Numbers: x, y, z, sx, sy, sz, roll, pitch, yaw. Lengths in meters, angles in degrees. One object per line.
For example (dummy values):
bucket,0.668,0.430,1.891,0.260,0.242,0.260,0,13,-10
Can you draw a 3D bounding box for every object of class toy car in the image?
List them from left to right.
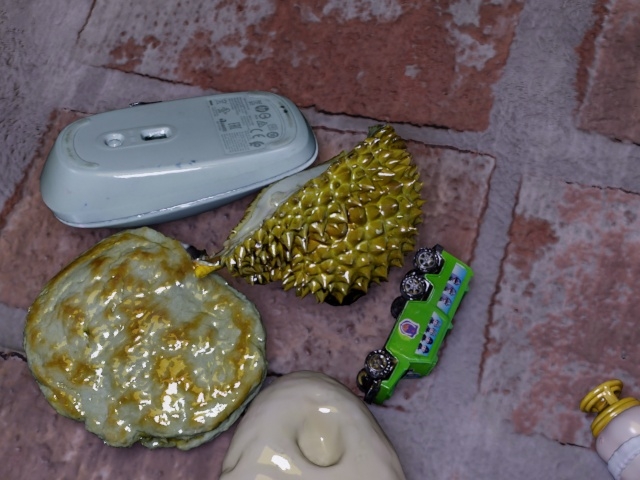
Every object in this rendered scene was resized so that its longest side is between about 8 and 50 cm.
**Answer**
toy car,0.090,0.085,1.115,0.062,0.071,0.165,26,66,5

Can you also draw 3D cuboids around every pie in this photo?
pie,-0.174,0.102,1.127,0.248,0.090,0.201,38,75,23

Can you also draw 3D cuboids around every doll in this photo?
doll,0.292,0.185,1.034,0.084,0.073,0.127,-8,51,-35

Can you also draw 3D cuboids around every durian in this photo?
durian,0.000,0.000,1.110,0.237,0.193,0.137,-30,98,-2

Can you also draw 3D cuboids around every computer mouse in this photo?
computer mouse,-0.148,-0.076,1.218,0.289,0.097,0.159,-9,35,-12

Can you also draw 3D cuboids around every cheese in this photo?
cheese,-0.055,0.303,0.970,0.328,0.129,0.351,-24,62,-8
